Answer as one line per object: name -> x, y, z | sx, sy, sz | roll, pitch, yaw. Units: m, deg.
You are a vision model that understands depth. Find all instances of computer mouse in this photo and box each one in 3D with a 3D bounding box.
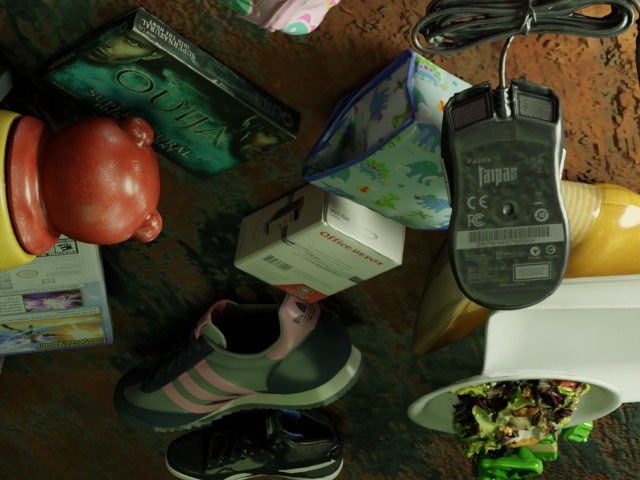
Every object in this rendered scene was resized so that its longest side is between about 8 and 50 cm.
computer mouse -> 0.176, -0.078, 1.233 | 0.184, 0.060, 0.262 | -10, 114, 4

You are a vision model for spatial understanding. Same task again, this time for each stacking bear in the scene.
stacking bear -> -0.278, -0.044, 1.375 | 0.289, 0.175, 0.164 | -4, -176, 8

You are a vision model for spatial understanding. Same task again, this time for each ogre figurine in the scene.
ogre figurine -> 0.227, 0.182, 1.704 | 0.097, 0.118, 0.197 | 12, 149, 1

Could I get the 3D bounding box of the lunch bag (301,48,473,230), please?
lunch bag -> 0.076, -0.070, 1.333 | 0.129, 0.096, 0.151 | 25, 137, -26

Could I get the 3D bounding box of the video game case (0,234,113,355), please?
video game case -> -0.351, 0.039, 1.604 | 0.269, 0.061, 0.244 | -6, 150, -6

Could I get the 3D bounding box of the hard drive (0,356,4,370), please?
hard drive -> -0.426, 0.238, 1.854 | 0.064, 0.237, 0.339 | 15, 150, -12

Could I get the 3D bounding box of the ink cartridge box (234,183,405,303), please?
ink cartridge box -> 0.000, 0.000, 1.511 | 0.099, 0.056, 0.135 | 28, 145, -31

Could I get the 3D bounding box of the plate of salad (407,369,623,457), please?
plate of salad -> 0.180, 0.162, 1.486 | 0.200, 0.048, 0.200 | -1, 158, 0

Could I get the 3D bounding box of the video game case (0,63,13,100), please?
video game case -> -0.410, -0.116, 1.305 | 0.274, 0.196, 0.026 | 7, 115, 3

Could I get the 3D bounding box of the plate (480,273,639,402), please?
plate -> 0.278, 0.086, 1.434 | 0.277, 0.045, 0.278 | -4, 157, 1

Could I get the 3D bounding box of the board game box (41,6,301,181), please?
board game box -> -0.125, -0.120, 1.368 | 0.186, 0.026, 0.126 | 32, 143, -34

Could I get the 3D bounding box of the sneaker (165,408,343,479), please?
sneaker -> -0.080, 0.235, 1.926 | 0.217, 0.079, 0.121 | 0, 147, -2

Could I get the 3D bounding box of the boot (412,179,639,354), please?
boot -> 0.223, 0.048, 1.490 | 0.211, 0.104, 0.295 | 16, 145, -12

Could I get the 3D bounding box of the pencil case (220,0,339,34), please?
pencil case -> 0.036, -0.236, 1.036 | 0.124, 0.124, 0.284 | 27, 146, -29

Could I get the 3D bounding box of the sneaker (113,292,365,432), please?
sneaker -> -0.112, 0.118, 1.722 | 0.319, 0.112, 0.131 | -15, 126, 30
